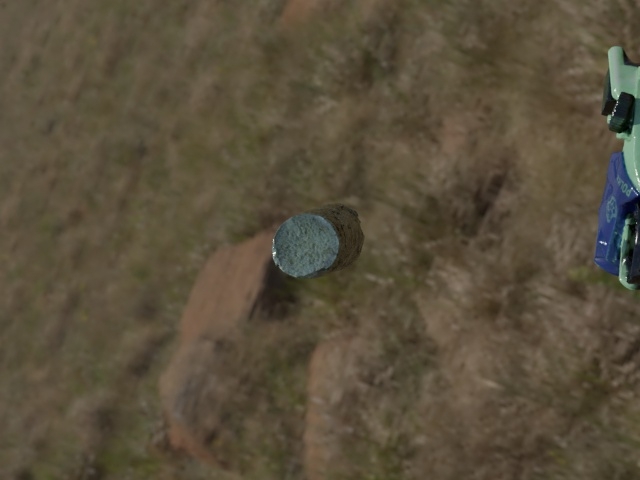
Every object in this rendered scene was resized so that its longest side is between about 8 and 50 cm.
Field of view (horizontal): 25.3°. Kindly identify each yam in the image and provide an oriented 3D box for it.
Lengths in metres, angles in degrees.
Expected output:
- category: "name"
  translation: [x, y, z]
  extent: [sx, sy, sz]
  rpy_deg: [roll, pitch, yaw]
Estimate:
- category: "yam"
  translation: [0.000, 0.000, 1.524]
  extent: [0.078, 0.078, 0.179]
  rpy_deg: [-67, -10, 7]

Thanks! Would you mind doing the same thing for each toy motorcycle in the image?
- category: "toy motorcycle"
  translation: [0.397, -0.082, 1.747]
  extent: [0.196, 0.125, 0.331]
  rpy_deg: [85, -166, -66]
